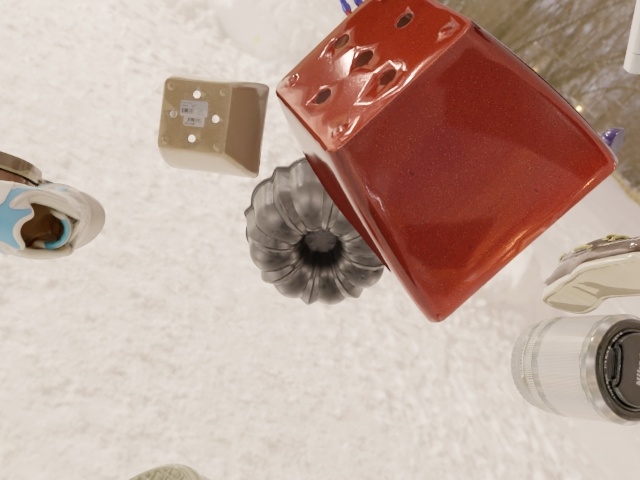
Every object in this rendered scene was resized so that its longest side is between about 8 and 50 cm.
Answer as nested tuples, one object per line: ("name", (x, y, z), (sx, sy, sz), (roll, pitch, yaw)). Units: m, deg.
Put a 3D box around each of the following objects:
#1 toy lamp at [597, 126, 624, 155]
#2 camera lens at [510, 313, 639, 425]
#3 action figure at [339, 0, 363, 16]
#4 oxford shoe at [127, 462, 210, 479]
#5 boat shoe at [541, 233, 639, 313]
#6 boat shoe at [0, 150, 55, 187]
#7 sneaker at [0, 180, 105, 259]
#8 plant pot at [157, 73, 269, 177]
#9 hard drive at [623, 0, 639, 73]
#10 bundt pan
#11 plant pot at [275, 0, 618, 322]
("toy lamp", (0.439, -0.227, 1.407), (0.274, 0.080, 0.080), (27, 9, 32))
("camera lens", (0.567, 0.267, 1.531), (0.219, 0.219, 0.274), (37, -20, -16))
("action figure", (0.024, -0.309, 0.879), (0.115, 0.038, 0.030), (58, 0, 22))
("oxford shoe", (-0.343, 0.467, 1.135), (0.130, 0.449, 0.169), (41, 30, -53))
("boat shoe", (0.474, 0.042, 1.206), (0.116, 0.097, 0.324), (23, -18, -1))
("boat shoe", (-0.517, -0.069, 1.254), (0.110, 0.105, 0.307), (16, -9, 5))
("sneaker", (-0.294, -0.015, 0.784), (0.092, 0.088, 0.228), (20, 6, 13))
("plant pot", (-0.124, -0.129, 0.793), (0.108, 0.109, 0.096), (8, 4, 7))
("hard drive", (0.613, -0.429, 1.094), (0.232, 0.353, 0.047), (0, 31, 3))
("bundt pan", (0.000, 0.000, 1.476), (0.330, 0.331, 0.124), (36, 27, -19))
("plant pot", (0.108, -0.124, 0.805), (0.236, 0.267, 0.267), (44, 7, -38))
